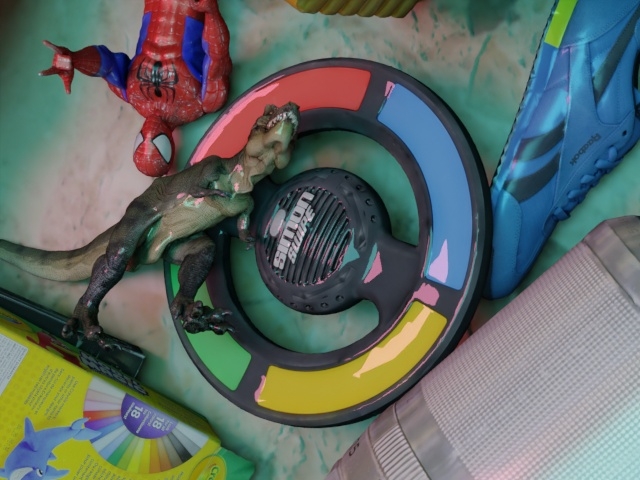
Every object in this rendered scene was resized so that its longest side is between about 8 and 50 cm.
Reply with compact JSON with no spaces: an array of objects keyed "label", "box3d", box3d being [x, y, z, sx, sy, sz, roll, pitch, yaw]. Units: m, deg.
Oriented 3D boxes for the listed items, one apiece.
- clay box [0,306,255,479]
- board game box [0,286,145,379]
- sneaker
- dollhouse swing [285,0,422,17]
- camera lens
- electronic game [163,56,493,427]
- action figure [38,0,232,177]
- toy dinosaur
[{"label":"clay box","box3d":[-0.164,0.135,1.142,0.222,0.053,0.127,31,95,-23]},{"label":"board game box","box3d":[-0.220,0.089,1.157,0.186,0.026,0.126,25,95,-22]},{"label":"sneaker","box3d":[0.154,-0.056,1.111,0.082,0.069,0.209,20,92,8]},{"label":"dollhouse swing","box3d":[0.194,-0.203,0.974,0.315,0.347,0.305,27,102,12]},{"label":"camera lens","box3d":[0.153,0.139,1.024,0.274,0.219,0.219,-42,80,8]},{"label":"electronic game","box3d":[0.000,0.000,1.122,0.229,0.048,0.229,-6,77,31]},{"label":"action figure","box3d":[-0.097,-0.180,1.142,0.091,0.139,0.280,7,92,13]},{"label":"toy dinosaur","box3d":[-0.105,0.008,1.130,0.268,0.064,0.118,-23,49,30]}]
